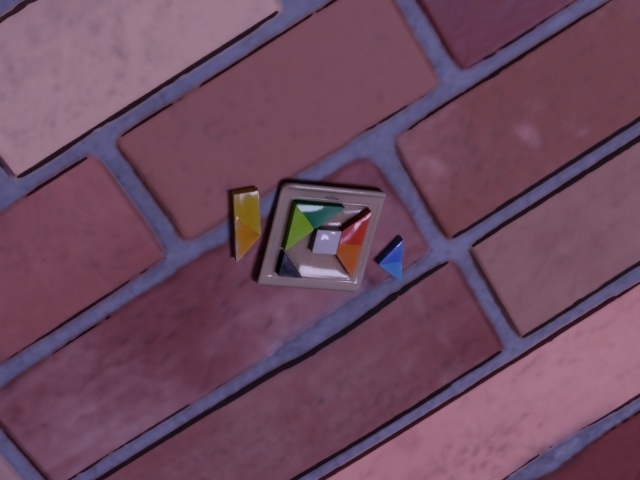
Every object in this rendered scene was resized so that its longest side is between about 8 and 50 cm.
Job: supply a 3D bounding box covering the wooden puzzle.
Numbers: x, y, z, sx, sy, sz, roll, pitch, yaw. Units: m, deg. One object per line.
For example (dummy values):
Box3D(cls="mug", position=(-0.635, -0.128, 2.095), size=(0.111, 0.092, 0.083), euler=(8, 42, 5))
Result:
Box3D(cls="wooden puzzle", position=(0.000, 0.000, 1.143), size=(0.116, 0.014, 0.079), euler=(-2, 121, -20))
